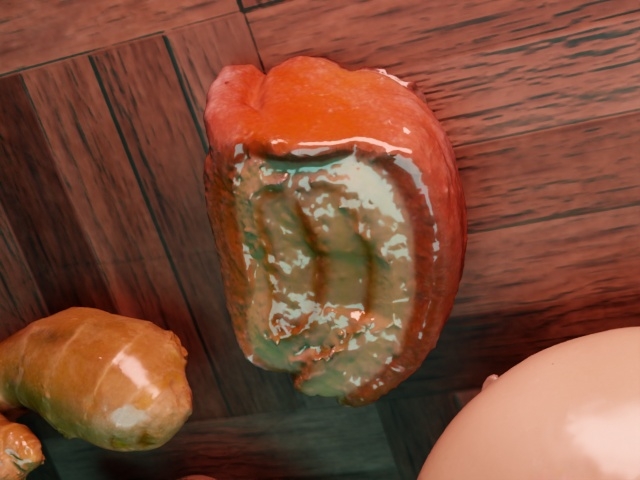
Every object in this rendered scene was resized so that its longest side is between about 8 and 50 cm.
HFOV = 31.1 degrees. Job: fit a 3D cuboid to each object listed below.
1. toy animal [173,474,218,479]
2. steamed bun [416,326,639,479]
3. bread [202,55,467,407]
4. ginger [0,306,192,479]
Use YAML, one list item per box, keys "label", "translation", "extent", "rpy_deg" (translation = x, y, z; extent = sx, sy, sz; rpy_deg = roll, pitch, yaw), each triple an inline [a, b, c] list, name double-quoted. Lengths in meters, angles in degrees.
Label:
- label: "toy animal"
  translation: [-0.098, 0.358, 0.994]
  extent: [0.247, 0.277, 0.345]
  rpy_deg: [-4, 106, 67]
- label: "steamed bun"
  translation: [0.233, 0.249, 0.754]
  extent: [0.374, 0.241, 0.374]
  rpy_deg: [1, 102, 3]
- label: "bread"
  translation: [0.012, 0.001, 0.819]
  extent: [0.190, 0.123, 0.244]
  rpy_deg: [0, 117, 17]
- label: "ginger"
  translation: [-0.306, 0.161, 0.979]
  extent: [0.363, 0.348, 0.122]
  rpy_deg: [-51, 132, -4]
